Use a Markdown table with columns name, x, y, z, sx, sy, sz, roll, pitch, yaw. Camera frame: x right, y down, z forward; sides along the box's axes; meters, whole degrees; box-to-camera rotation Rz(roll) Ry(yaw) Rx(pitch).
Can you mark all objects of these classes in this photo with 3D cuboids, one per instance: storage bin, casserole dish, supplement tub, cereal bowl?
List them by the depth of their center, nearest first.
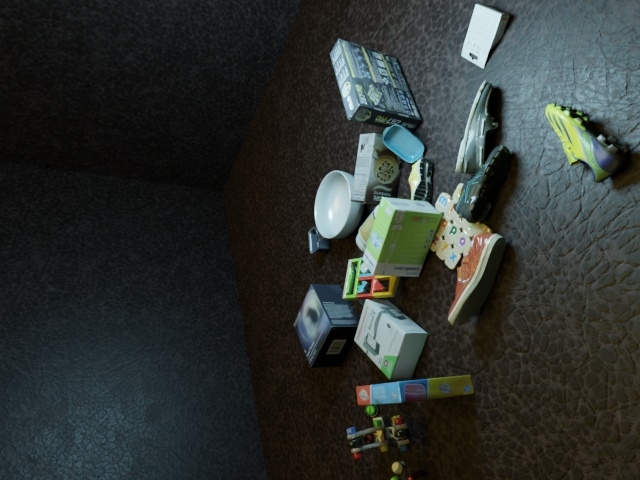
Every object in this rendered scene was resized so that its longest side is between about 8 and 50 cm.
| name | x | y | z | sx | sy | sz | roll | pitch | yaw |
| --- | --- | --- | --- | --- | --- | --- | --- | --- | --- |
| casserole dish | 0.342 | -0.401 | 1.827 | 0.037 | 0.188 | 0.114 | -54 | 2 | -43 |
| supplement tub | 0.252 | -0.044 | 1.913 | 0.199 | 0.144 | 0.144 | -55 | 40 | 42 |
| cereal bowl | 0.109 | -0.169 | 2.194 | 0.339 | 0.141 | 0.338 | -14 | 74 | 59 |
| storage bin | 0.000 | 0.000 | 2.412 | 0.098 | 0.091 | 0.135 | -34 | 57 | 54 |

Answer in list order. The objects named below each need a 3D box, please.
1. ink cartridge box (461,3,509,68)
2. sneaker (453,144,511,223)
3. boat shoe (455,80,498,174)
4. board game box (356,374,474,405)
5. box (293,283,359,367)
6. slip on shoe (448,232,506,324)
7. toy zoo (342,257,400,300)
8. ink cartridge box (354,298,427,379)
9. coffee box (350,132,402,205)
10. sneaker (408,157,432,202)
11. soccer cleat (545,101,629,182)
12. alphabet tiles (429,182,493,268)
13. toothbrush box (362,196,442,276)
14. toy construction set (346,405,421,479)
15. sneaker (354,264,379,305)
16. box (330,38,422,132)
| name | x | y | z | sx | sy | sz | roll | pitch | yaw |
| --- | --- | --- | --- | --- | --- | --- | --- | --- | --- |
| ink cartridge box | 0.576 | -0.719 | 1.572 | 0.145 | 0.045 | 0.179 | -119 | 26 | -45 |
| sneaker | 0.524 | -0.193 | 1.473 | 0.106 | 0.101 | 0.267 | 44 | 113 | 55 |
| boat shoe | 0.548 | -0.378 | 1.524 | 0.099 | 0.116 | 0.319 | 16 | 94 | 17 |
| board game box | 0.320 | 0.511 | 1.526 | 0.242 | 0.317 | 0.064 | -34 | 57 | 54 |
| box | 0.022 | 0.422 | 2.214 | 0.296 | 0.183 | 0.294 | -66 | 33 | 29 |
| slip on shoe | 0.497 | 0.125 | 1.469 | 0.101 | 0.123 | 0.331 | 31 | 107 | 49 |
| toy zoo | 0.232 | 0.154 | 1.912 | 0.293 | 0.030 | 0.192 | -10 | 57 | 39 |
| ink cartridge box | 0.276 | 0.395 | 1.822 | 0.289 | 0.122 | 0.211 | 38 | 118 | 57 |
| coffee box | 0.248 | -0.300 | 1.940 | 0.119 | 0.168 | 0.297 | 17 | 101 | 61 |
| sneaker | 0.390 | -0.219 | 1.777 | 0.094 | 0.082 | 0.208 | 179 | 102 | -68 |
| soccer cleat | 0.694 | -0.273 | 1.217 | 0.289 | 0.094 | 0.121 | -112 | 32 | -40 |
| alphabet tiles | 0.494 | -0.050 | 1.608 | 0.284 | 0.021 | 0.277 | 56 | 133 | 49 |
| toothbrush box | 0.307 | -0.009 | 1.713 | 0.122 | 0.206 | 0.283 | -121 | 39 | -56 |
| toy construction set | 0.277 | 0.788 | 1.739 | 0.257 | 0.237 | 0.309 | -44 | 60 | 9 |
| sneaker | 0.192 | 0.198 | 2.046 | 0.222 | 0.083 | 0.118 | -113 | 36 | -43 |
| box | 0.230 | -0.647 | 1.876 | 0.097 | 0.319 | 0.394 | -47 | 47 | 47 |
